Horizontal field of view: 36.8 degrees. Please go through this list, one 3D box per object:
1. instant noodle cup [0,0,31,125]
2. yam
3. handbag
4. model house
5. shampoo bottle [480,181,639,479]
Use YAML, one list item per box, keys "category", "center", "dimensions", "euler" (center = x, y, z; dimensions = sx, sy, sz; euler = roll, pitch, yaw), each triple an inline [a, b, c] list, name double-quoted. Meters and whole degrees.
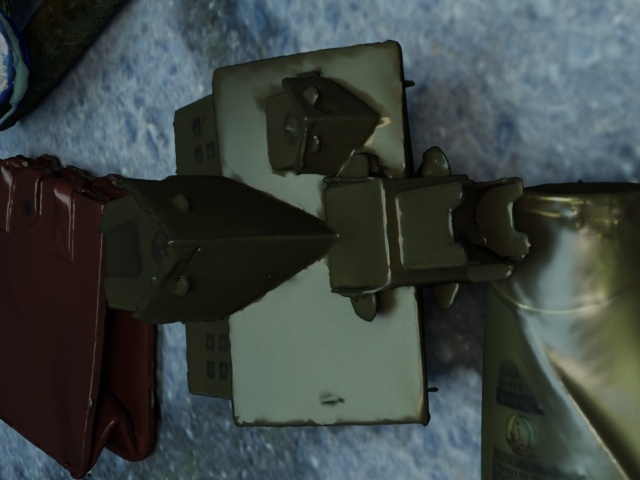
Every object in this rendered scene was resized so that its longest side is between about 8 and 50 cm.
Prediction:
- category: "instant noodle cup"
  center: [-0.396, -0.276, 0.852]
  dimensions: [0.284, 0.284, 0.313]
  euler: [-39, 46, 41]
- category: "yam"
  center: [-0.260, -0.178, 0.903]
  dimensions: [0.274, 0.061, 0.061]
  euler: [-33, 73, 44]
- category: "handbag"
  center: [-0.254, 0.061, 0.927]
  dimensions: [0.260, 0.084, 0.276]
  euler: [19, 109, 44]
- category: "model house"
  center: [0.000, 0.000, 0.541]
  dimensions: [0.243, 0.204, 0.212]
  euler: [-8, 86, 58]
- category: "shampoo bottle"
  center: [0.147, 0.144, 0.530]
  dimensions: [0.125, 0.084, 0.350]
  euler: [1, 97, 46]
